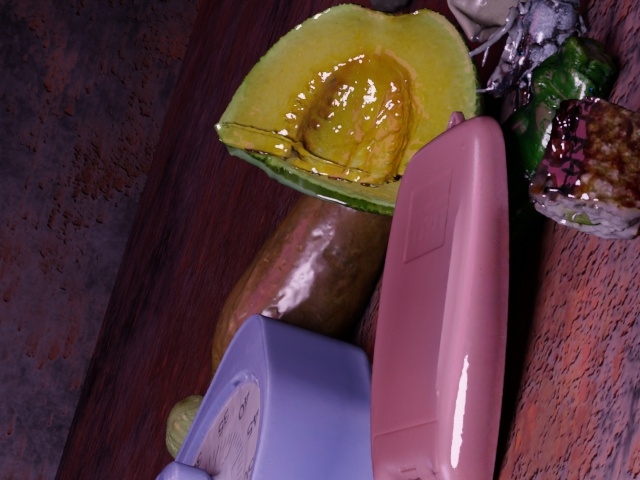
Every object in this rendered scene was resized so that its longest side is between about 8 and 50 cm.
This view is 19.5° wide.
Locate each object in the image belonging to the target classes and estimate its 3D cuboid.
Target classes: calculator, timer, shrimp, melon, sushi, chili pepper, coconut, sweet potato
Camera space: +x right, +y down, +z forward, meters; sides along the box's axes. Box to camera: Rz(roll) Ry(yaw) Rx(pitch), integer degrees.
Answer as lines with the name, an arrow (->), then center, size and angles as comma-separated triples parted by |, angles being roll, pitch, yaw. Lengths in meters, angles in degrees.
calculator -> 0.093, 0.055, 1.482 | 0.220, 0.048, 0.330 | 146, 131, -69
timer -> -0.076, 0.281, 1.679 | 0.395, 0.173, 0.395 | -158, 90, -76
shrimp -> 0.183, -0.190, 1.552 | 0.174, 0.082, 0.076 | -66, 7, -18
melon -> 0.060, -0.121, 1.739 | 0.129, 0.265, 0.169 | 44, -119, -56
sushi -> 0.199, -0.047, 1.288 | 0.094, 0.098, 0.084 | 89, -159, -75
chili pepper -> 0.162, -0.060, 1.484 | 0.224, 0.061, 0.098 | -59, 24, 30
coconut -> -0.141, 0.223, 2.204 | 0.088, 0.088, 0.096 | -91, 20, -56
sweet potato -> 0.006, 0.000, 1.854 | 0.423, 0.130, 0.130 | -64, 14, 10

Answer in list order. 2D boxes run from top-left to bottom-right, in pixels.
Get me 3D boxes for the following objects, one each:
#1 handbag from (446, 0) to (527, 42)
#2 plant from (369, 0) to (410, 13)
handbag -> 0.180, -0.356, 1.740 | 0.253, 0.109, 0.316 | -101, 28, -72
plant -> 0.083, -0.359, 2.048 | 0.274, 0.149, 0.146 | 122, 137, -60
